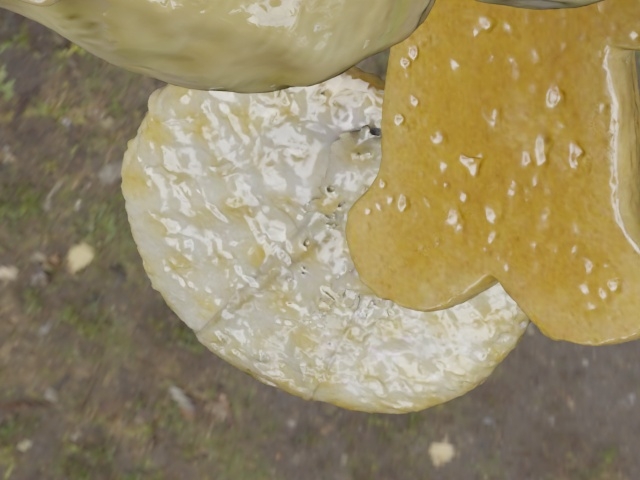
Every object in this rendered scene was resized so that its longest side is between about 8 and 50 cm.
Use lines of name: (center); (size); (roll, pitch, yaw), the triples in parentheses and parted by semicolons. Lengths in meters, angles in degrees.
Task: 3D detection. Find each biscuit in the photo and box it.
biscuit: (0.072, -0.081, 0.570); (0.158, 0.035, 0.240); (16, 113, 35)
biscuit: (0.000, 0.001, 0.797); (0.219, 0.033, 0.220); (14, 130, 18)

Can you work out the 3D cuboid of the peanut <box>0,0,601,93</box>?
peanut: (0.007, -0.099, 0.395); (0.101, 0.263, 0.117); (-4, 99, 48)
